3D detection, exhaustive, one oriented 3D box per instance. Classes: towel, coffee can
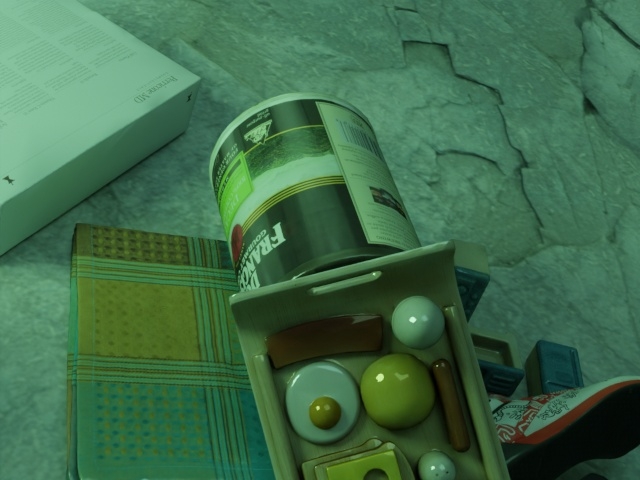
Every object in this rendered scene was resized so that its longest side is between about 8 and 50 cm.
[{"bbox_3d":[-0.133,0.126,1.298,0.271,0.040,0.370,8,39,-18],"label":"towel"},{"bbox_3d":[0.000,0.000,1.319,0.201,0.202,0.275,4,40,-21],"label":"coffee can"}]

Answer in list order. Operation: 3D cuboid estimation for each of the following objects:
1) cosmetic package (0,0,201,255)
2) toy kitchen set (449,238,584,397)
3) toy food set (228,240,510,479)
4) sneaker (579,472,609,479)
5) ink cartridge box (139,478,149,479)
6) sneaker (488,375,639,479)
[{"bbox_3d":[-0.367,-0.165,1.473,0.284,0.097,0.377,32,40,14],"label":"cosmetic package"},{"bbox_3d":[0.218,0.113,1.369,0.207,0.166,0.122,14,40,-10],"label":"toy kitchen set"},{"bbox_3d":[0.058,0.173,1.134,0.219,0.092,0.306,-14,85,-5],"label":"toy food set"},{"bbox_3d":[0.251,0.311,1.225,0.234,0.084,0.097,-23,58,-40],"label":"sneaker"},{"bbox_3d":[-0.181,0.344,0.840,0.198,0.270,0.197,-16,54,-37],"label":"ink cartridge box"},{"bbox_3d":[0.232,0.188,1.309,0.270,0.090,0.145,-21,28,-31],"label":"sneaker"}]
